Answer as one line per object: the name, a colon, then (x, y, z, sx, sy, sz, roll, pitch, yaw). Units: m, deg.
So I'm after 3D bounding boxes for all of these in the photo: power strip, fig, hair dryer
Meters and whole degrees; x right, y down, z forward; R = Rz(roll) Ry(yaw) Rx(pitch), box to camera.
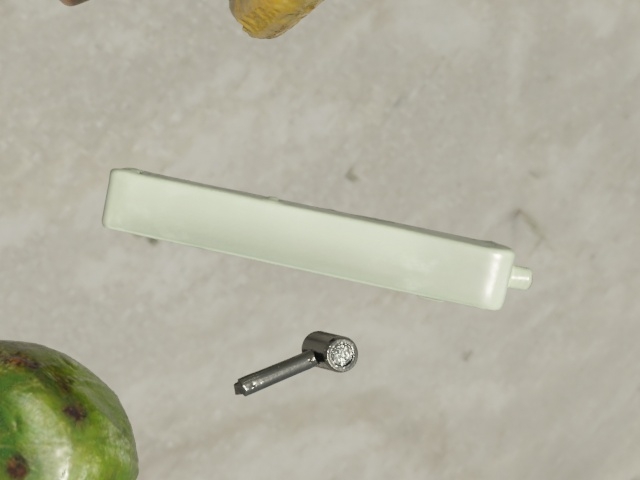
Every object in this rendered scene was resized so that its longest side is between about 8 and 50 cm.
power strip: (0.000, -0.001, 1.227, 0.091, 0.385, 0.062, -45, 147, -85)
fig: (-0.230, 0.186, 1.217, 0.235, 0.203, 0.203, 3, 122, -59)
hair dryer: (-0.020, 0.084, 0.922, 0.083, 0.026, 0.047, -19, -174, -19)

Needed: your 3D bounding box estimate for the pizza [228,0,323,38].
pizza: (0.022, -0.211, 0.786, 0.154, 0.069, 0.194, -36, -160, 53)

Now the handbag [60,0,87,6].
handbag: (-0.180, -0.305, 1.184, 0.072, 0.151, 0.193, 36, 61, -40)
